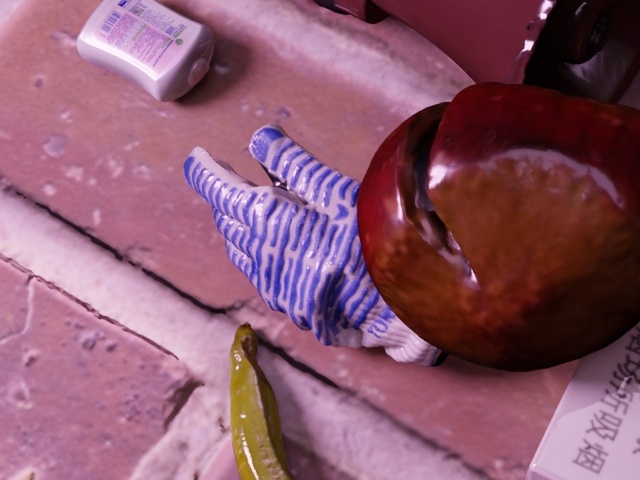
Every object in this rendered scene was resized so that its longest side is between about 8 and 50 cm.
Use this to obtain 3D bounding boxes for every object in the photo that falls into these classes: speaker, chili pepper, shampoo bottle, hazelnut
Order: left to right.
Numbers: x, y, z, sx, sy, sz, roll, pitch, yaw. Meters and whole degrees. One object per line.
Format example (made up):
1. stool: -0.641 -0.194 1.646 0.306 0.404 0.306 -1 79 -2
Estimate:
1. shampoo bottle: -0.130 -0.151 1.007 0.099 0.043 0.072 30 73 17
2. chili pepper: -0.031 0.147 0.862 0.049 0.043 0.208 -31 65 6
3. speaker: 0.086 -0.246 0.922 0.329 0.259 0.198 37 46 23
4. hazelnut: 0.129 -0.014 0.778 0.204 0.178 0.178 -21 59 36

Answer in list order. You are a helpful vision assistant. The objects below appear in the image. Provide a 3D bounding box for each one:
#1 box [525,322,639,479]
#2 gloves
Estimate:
1. box: 0.320 0.132 0.801 0.330 0.095 0.210 25 71 15
2. gloves: 0.001 0.003 0.888 0.229 0.097 0.119 31 110 16
